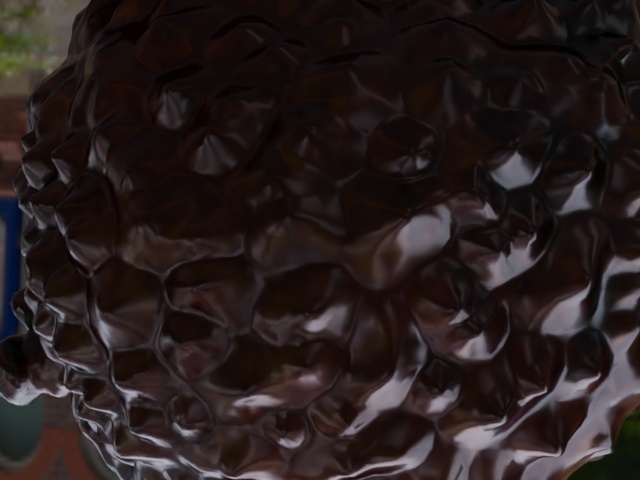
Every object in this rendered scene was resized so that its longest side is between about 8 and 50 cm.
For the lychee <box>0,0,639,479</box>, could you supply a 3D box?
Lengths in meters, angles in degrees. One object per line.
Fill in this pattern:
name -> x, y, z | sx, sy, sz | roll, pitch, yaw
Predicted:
lychee -> 0.000, 0.000, 0.858 | 0.500, 0.425, 0.424 | -27, 177, 2
